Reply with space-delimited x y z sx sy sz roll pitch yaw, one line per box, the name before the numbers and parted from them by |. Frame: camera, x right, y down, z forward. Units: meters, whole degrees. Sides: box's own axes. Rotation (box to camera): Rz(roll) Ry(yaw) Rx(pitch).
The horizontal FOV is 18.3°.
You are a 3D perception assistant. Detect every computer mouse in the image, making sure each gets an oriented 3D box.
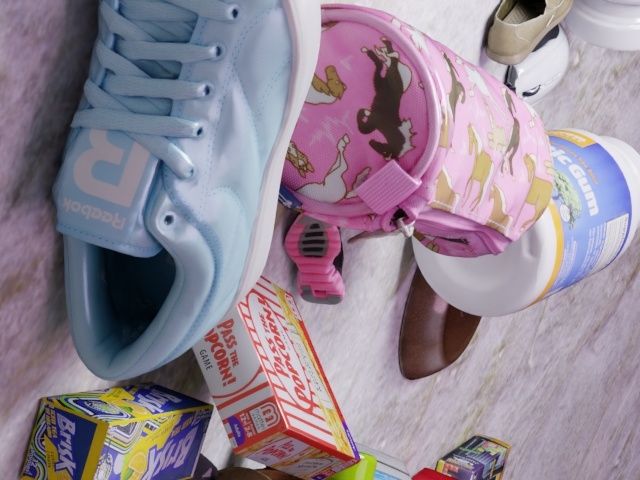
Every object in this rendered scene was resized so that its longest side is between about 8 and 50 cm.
computer mouse | 0.216 -0.164 2.025 0.193 0.042 0.106 -54 153 -40

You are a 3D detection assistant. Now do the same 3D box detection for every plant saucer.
plant saucer | 0.137 0.053 2.021 0.198 0.036 0.199 -51 151 -43

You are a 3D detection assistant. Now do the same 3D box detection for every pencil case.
pencil case | 0.074 -0.075 1.560 0.386 0.160 0.167 9 98 -71

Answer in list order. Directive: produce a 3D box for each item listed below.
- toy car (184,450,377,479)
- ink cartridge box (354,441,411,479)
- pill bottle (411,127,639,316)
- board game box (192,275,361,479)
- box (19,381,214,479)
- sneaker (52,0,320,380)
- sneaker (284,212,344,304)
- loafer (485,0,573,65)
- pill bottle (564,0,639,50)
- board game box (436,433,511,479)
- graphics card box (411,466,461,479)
toy car | -0.070 0.218 1.544 0.188 0.149 0.155 19 83 -42
ink cartridge box | 0.019 0.258 1.721 0.203 0.086 0.148 -84 -167 -88
pill bottle | 0.218 -0.028 1.936 0.272 0.152 0.152 -21 128 -54
board game box | -0.041 0.094 1.446 0.147 0.045 0.193 66 10 18
box | -0.135 0.135 1.348 0.169 0.054 0.059 0 107 -70
sneaker | -0.090 -0.065 1.172 0.150 0.135 0.366 -53 152 -48
sneaker | 0.000 0.000 1.612 0.119 0.047 0.057 87 14 -54
loafer | 0.208 -0.230 1.925 0.148 0.056 0.050 -58 162 -33
pill bottle | 0.314 -0.330 1.976 0.153 0.153 0.265 -52 153 -43
board game box | 0.160 0.322 2.300 0.141 0.048 0.170 -21 126 -67
graphics card box | 0.167 0.455 2.166 0.094 0.232 0.371 -32 136 -61
